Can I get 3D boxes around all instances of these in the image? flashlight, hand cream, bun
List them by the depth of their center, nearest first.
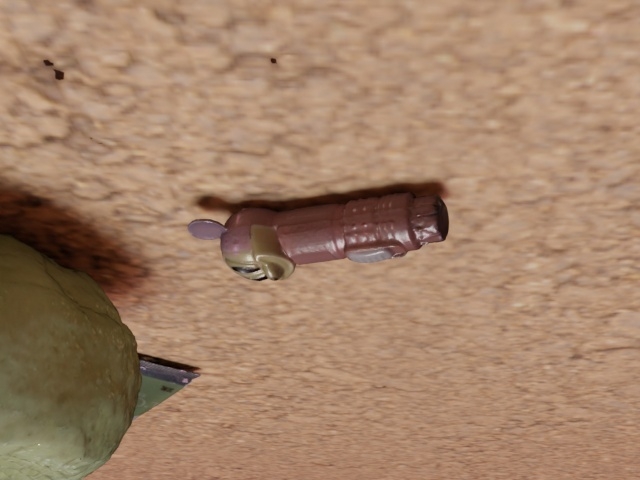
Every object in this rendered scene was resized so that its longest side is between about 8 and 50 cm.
[{"bbox_3d":[0.000,0.000,0.412,0.110,0.031,0.052,-7,153,24],"label":"flashlight"},{"bbox_3d":[-0.183,0.053,0.458,0.195,0.118,0.195,0,161,0],"label":"bun"},{"bbox_3d":[-0.184,0.129,0.715,0.086,0.055,0.235,17,146,-33],"label":"hand cream"}]
